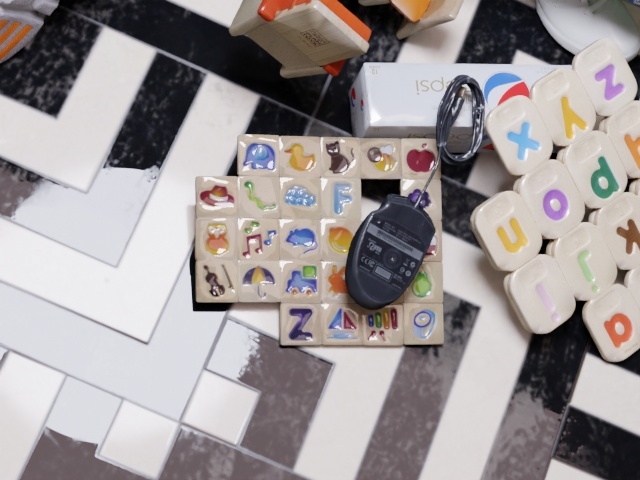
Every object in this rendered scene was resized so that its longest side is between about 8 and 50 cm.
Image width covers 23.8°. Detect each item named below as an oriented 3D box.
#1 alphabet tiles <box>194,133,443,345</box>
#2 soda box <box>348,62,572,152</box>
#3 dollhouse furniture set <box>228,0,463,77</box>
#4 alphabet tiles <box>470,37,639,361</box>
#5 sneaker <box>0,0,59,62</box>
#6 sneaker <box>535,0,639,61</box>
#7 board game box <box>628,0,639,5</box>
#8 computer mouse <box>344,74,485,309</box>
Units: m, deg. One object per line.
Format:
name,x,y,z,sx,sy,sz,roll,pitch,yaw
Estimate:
alphabet tiles,0.000,0.000,1.431,0.237,0.009,0.198,1,85,-11
soda box,0.141,-0.129,1.493,0.216,0.074,0.069,-1,72,-12
dollhouse furniture set,0.029,-0.283,1.433,0.262,0.135,0.259,37,64,-28
alphabet tiles,0.278,-0.039,1.475,0.284,0.021,0.278,-34,102,-20
sneaker,-0.271,-0.321,1.393,0.321,0.124,0.180,-40,76,12
sneaker,0.256,-0.274,1.557,0.080,0.094,0.212,-36,80,-20
board game box,0.281,-0.312,1.496,0.201,0.035,0.136,23,65,11
computer mouse,0.089,-0.046,1.426,0.071,0.041,0.242,32,79,-18
